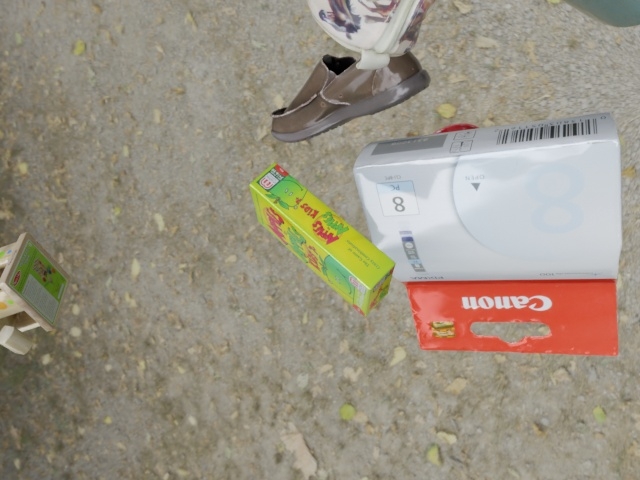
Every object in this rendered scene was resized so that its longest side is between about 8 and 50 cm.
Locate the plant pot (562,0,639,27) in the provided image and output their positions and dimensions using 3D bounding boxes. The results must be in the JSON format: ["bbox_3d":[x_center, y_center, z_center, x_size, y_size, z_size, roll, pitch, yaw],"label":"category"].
[{"bbox_3d":[0.437,-0.517,0.858,0.341,0.334,0.341,-25,58,48],"label":"plant pot"}]

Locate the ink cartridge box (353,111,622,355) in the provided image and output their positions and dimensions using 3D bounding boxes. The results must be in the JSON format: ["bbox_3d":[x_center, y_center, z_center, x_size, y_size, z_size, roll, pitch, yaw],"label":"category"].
[{"bbox_3d":[0.239,0.035,0.764,0.308,0.091,0.385,-3,120,25],"label":"ink cartridge box"}]

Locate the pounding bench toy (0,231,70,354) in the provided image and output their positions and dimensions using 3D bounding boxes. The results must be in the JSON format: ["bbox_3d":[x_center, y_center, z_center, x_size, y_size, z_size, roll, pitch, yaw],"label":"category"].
[{"bbox_3d":[-0.225,0.048,0.384,0.065,0.083,0.052,-18,132,7],"label":"pounding bench toy"}]

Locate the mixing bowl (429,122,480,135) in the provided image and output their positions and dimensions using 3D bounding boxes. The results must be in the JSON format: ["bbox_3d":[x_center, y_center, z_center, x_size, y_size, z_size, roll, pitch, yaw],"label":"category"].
[{"bbox_3d":[0.224,-0.089,0.915,0.181,0.098,0.182,-28,46,34],"label":"mixing bowl"}]

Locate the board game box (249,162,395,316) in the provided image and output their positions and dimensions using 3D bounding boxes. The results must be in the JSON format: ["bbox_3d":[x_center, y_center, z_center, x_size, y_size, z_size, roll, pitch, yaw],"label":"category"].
[{"bbox_3d":[0.000,0.000,0.636,0.181,0.043,0.092,41,162,18],"label":"board game box"}]

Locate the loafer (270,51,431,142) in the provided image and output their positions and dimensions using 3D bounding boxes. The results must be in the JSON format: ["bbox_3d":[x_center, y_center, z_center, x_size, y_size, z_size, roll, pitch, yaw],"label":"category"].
[{"bbox_3d":[0.035,-0.289,1.052,0.365,0.134,0.130,-12,108,41],"label":"loafer"}]

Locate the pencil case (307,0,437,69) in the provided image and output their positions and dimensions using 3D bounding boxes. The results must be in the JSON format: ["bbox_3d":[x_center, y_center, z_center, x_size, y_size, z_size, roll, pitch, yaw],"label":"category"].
[{"bbox_3d":[0.136,-0.390,0.605,0.410,0.159,0.184,-50,41,45],"label":"pencil case"}]
